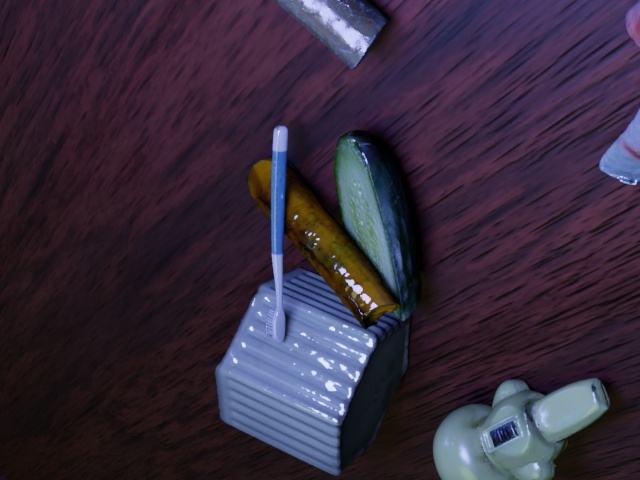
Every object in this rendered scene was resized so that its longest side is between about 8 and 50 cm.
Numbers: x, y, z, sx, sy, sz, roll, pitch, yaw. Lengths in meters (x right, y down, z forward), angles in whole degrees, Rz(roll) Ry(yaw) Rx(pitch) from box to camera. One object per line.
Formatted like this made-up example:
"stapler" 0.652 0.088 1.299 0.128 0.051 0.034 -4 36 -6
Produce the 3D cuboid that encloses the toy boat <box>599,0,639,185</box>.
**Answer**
"toy boat" 0.340 -0.116 0.888 0.206 0.096 0.282 23 150 4

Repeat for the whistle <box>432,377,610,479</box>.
"whistle" 0.264 0.254 1.304 0.294 0.141 0.141 -31 105 33

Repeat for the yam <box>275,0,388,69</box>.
"yam" -0.006 -0.255 1.048 0.169 0.068 0.068 43 143 3

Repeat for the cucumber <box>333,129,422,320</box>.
"cucumber" 0.074 -0.030 1.200 0.115 0.063 0.243 40 153 43

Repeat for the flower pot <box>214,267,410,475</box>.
"flower pot" -0.005 0.173 1.355 0.190 0.239 0.209 23 168 22

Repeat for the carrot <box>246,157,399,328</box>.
"carrot" 0.000 0.000 1.240 0.260 0.070 0.070 50 147 22

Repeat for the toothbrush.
"toothbrush" -0.053 -0.005 1.226 0.025 0.019 0.275 20 115 46
